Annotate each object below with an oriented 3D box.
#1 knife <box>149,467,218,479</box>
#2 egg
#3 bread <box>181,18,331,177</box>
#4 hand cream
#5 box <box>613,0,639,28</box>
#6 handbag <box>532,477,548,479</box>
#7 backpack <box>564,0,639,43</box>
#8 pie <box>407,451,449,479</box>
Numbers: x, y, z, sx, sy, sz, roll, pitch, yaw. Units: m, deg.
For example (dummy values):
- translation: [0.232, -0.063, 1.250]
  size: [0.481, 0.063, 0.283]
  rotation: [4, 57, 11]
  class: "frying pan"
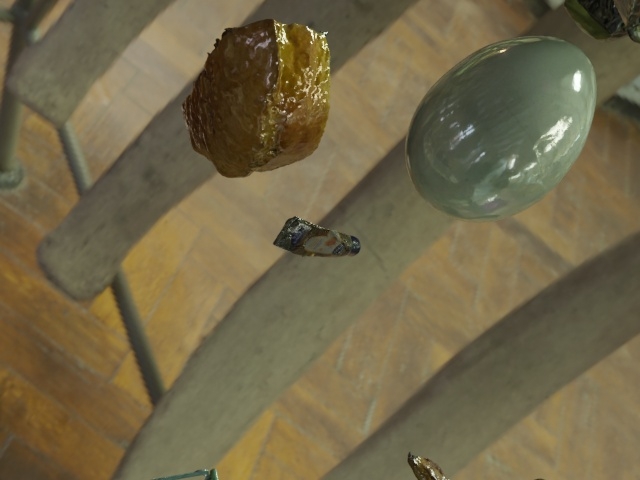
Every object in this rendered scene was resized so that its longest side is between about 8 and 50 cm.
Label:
- translation: [-0.186, 0.242, 0.982]
  size: [0.212, 0.015, 0.054]
  rotation: [-5, 69, -24]
  class: "knife"
- translation: [0.176, -0.109, 1.081]
  size: [0.151, 0.209, 0.151]
  rotation: [48, -5, 5]
  class: "egg"
- translation: [-0.070, -0.143, 1.287]
  size: [0.129, 0.260, 0.134]
  rotation: [-5, 78, -23]
  class: "bread"
- translation: [0.000, 0.000, 1.781]
  size: [0.163, 0.062, 0.039]
  rotation: [11, 38, -47]
  class: "hand cream"
- translation: [0.325, -0.425, 1.077]
  size: [0.251, 0.204, 0.345]
  rotation: [54, 14, -77]
  class: "box"
- translation: [0.295, 0.465, 1.624]
  size: [0.079, 0.256, 0.219]
  rotation: [21, 20, -12]
  class: "handbag"
- translation: [0.448, -0.368, 1.497]
  size: [0.140, 0.253, 0.207]
  rotation: [48, 27, 2]
  class: "backpack"
- translation: [0.181, 0.365, 1.589]
  size: [0.170, 0.034, 0.092]
  rotation: [52, 9, 22]
  class: "pie"
